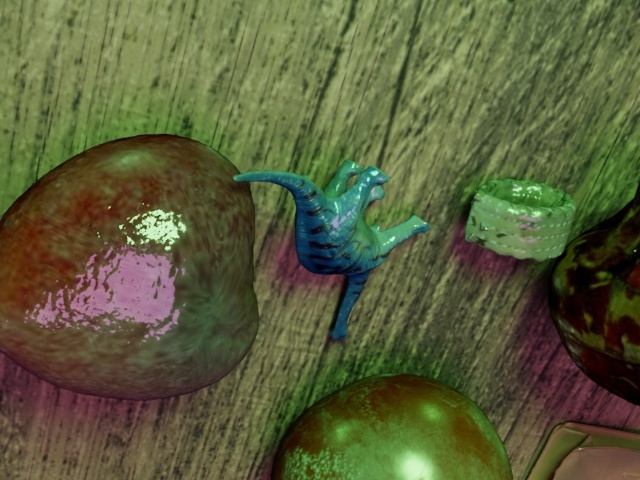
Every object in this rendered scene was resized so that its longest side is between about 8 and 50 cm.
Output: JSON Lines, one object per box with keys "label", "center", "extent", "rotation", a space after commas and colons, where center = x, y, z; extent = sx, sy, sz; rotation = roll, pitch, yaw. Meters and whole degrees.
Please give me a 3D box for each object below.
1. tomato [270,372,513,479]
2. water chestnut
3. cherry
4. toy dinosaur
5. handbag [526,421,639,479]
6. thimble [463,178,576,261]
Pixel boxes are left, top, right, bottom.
{"label": "tomato", "center": [0.083, 0.288, 0.867], "extent": [0.271, 0.222, 0.270], "rotation": [-6, 116, -12]}
{"label": "water chestnut", "center": [0.379, 0.047, 0.796], "extent": [0.289, 0.289, 0.244], "rotation": [-7, 85, -9]}
{"label": "cherry", "center": [-0.170, 0.024, 0.685], "extent": [0.240, 0.206, 0.239], "rotation": [-3, 119, -6]}
{"label": "toy dinosaur", "center": [0.024, -0.015, 0.760], "extent": [0.144, 0.076, 0.329], "rotation": [-44, 149, -10]}
{"label": "handbag", "center": [0.347, 0.345, 1.043], "extent": [0.158, 0.059, 0.212], "rotation": [12, 113, -17]}
{"label": "thimble", "center": [0.202, -0.022, 0.806], "extent": [0.110, 0.084, 0.062], "rotation": [0, 117, -14]}
